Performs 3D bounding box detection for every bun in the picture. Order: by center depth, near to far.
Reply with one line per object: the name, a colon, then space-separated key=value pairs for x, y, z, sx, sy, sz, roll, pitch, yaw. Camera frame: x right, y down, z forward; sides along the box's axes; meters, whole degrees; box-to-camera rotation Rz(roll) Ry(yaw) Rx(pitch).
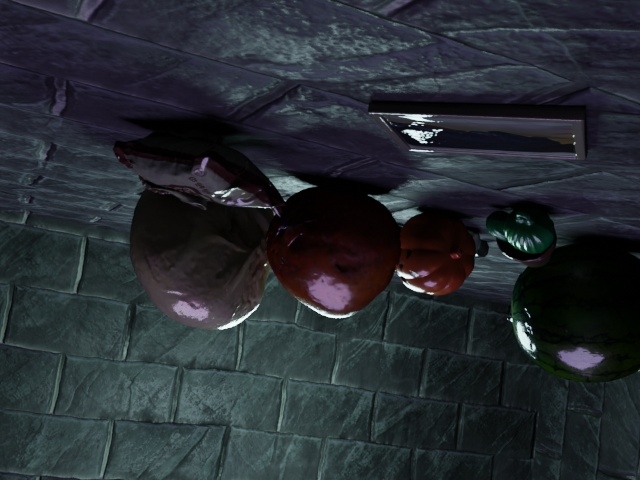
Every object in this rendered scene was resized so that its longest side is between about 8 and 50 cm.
bun: x=-0.229 y=-0.001 z=1.553 sx=0.361 sy=0.361 sz=0.213 roll=14 pitch=140 yaw=-38

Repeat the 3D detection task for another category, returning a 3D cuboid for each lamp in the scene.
lamp: x=0.256 y=0.029 z=1.650 sx=0.187 sy=0.188 sz=0.164 roll=13 pitch=170 yaw=-30

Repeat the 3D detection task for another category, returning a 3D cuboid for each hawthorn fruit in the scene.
hawthorn fruit: x=0.000 y=0.000 z=1.521 sx=0.307 sy=0.276 sz=0.276 roll=30 pitch=163 yaw=-30

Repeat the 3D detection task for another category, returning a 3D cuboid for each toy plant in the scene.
toy plant: x=0.400 y=-0.017 z=1.477 sx=0.142 sy=0.105 sz=0.200 roll=21 pitch=163 yaw=36

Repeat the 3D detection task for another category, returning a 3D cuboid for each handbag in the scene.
handbag: x=-0.203 y=-0.121 z=1.255 sx=0.235 sy=0.127 sz=0.213 roll=19 pitch=178 yaw=35

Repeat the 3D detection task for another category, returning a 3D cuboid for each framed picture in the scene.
framed picture: x=0.216 y=-0.144 z=0.990 sx=0.265 sy=0.018 sz=0.192 roll=5 pitch=173 yaw=22

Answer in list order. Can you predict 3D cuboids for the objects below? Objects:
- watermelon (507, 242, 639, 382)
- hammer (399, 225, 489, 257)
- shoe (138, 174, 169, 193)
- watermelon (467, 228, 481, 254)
watermelon: x=0.622 y=0.167 z=1.741 sx=0.363 sy=0.364 sz=0.363 roll=8 pitch=173 yaw=1
hammer: x=0.261 y=-0.011 z=1.936 sx=0.365 sy=0.044 sz=0.111 roll=14 pitch=173 yaw=-23
shoe: x=-0.259 y=-0.128 z=1.450 sx=0.180 sy=0.089 sz=0.092 roll=11 pitch=-175 yaw=-2
watermelon: x=0.328 y=0.024 z=1.859 sx=0.146 sy=0.128 sz=0.231 roll=-30 pitch=152 yaw=3
